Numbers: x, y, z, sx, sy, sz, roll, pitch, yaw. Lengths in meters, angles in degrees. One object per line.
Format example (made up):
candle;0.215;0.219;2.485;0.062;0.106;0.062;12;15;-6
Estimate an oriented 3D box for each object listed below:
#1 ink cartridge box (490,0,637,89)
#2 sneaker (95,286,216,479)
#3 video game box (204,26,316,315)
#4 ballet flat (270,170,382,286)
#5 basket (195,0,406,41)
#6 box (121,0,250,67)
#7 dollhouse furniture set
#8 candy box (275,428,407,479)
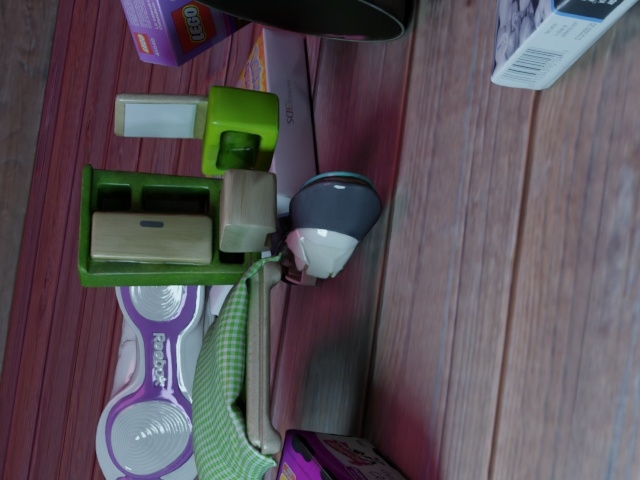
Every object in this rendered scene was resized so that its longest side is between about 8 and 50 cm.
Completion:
ink cartridge box;0.150;-0.216;0.960;0.206;0.045;0.208;128;149;-74
sneaker;-0.144;0.119;1.645;0.152;0.114;0.305;-49;-30;-73
video game box;-0.059;-0.061;1.532;0.187;0.048;0.205;124;150;-45
ballet flat;0.000;0.000;1.297;0.203;0.074;0.074;144;133;-72
basket;-0.003;-0.292;1.306;0.154;0.204;0.226;37;-113;-70
box;-0.104;-0.318;1.372;0.057;0.201;0.293;15;132;44
dollhouse furniture set;-0.115;0.052;1.287;0.197;0.151;0.301;108;163;-65
candy box;0.003;0.268;1.151;0.159;0.071;0.233;-143;65;-70
